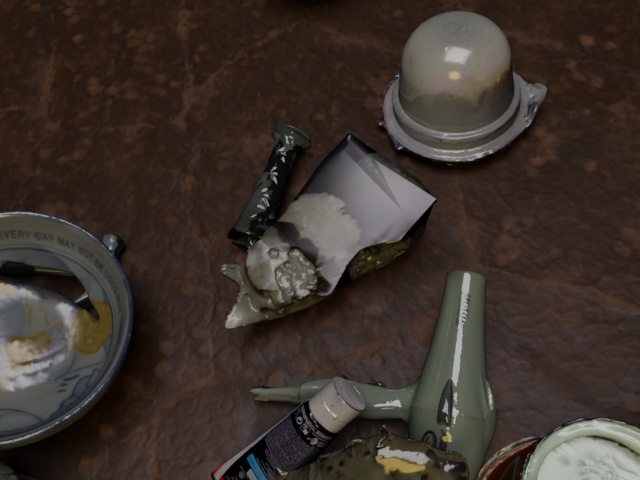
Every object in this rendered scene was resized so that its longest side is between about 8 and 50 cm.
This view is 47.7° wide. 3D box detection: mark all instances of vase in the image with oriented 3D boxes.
[{"bbox_3d":[-0.063,-0.068,0.925,0.059,0.059,0.166,13,65,14],"label":"vase"}]

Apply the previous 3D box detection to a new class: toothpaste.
[{"bbox_3d":[-0.038,0.217,0.756,0.193,0.045,0.071,-46,62,16],"label":"toothpaste"}]

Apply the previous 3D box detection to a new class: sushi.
[{"bbox_3d":[0.004,0.019,0.858,0.273,0.109,0.134,-46,70,0],"label":"sushi"}]

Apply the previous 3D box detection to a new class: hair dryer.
[{"bbox_3d":[0.077,0.120,0.784,0.267,0.092,0.229,23,82,21],"label":"hair dryer"}]

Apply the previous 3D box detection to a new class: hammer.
[{"bbox_3d":[-0.380,0.039,0.930,0.247,0.029,0.103,2,63,10],"label":"hammer"}]

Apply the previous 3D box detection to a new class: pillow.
[{"bbox_3d":[0.025,0.242,0.710,0.241,0.051,0.093,-28,97,19],"label":"pillow"}]

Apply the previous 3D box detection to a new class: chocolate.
[{"bbox_3d":[0.179,-0.209,0.917,0.222,0.147,0.221,-1,62,3],"label":"chocolate"}]

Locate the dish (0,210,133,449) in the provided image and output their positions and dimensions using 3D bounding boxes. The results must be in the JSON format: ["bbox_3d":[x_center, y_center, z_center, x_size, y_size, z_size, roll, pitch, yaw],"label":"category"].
[{"bbox_3d":[-0.349,0.113,0.827,0.274,0.133,0.273,4,62,-7],"label":"dish"}]

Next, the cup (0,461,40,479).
[{"bbox_3d":[-0.400,0.322,0.723,0.241,0.185,0.226,-6,63,44],"label":"cup"}]

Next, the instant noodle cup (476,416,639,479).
[{"bbox_3d":[0.227,0.244,0.639,0.193,0.212,0.193,-3,63,6],"label":"instant noodle cup"}]
